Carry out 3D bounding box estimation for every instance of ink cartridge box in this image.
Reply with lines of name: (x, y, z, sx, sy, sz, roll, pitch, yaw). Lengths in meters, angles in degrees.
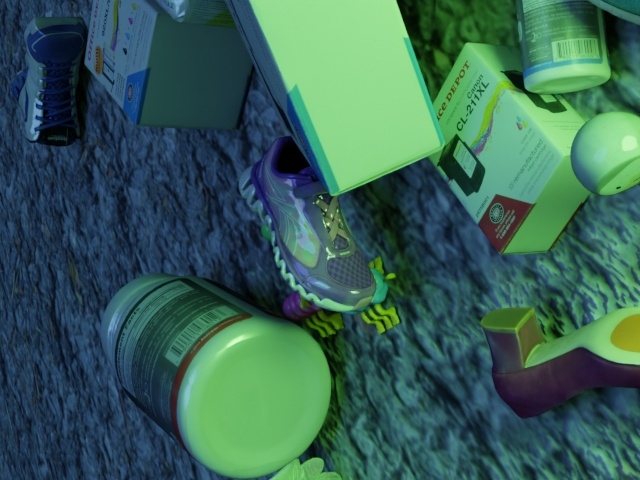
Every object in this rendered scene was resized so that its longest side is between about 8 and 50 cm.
ink cartridge box: (-0.007, -0.212, 1.056, 0.307, 0.129, 0.223, -120, 5, -64)
ink cartridge box: (0.182, -0.091, 0.988, 0.175, 0.072, 0.127, 58, 137, 36)
ink cartridge box: (-0.225, -0.290, 1.496, 0.232, 0.168, 0.171, 46, 129, 46)

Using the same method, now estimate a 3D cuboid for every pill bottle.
pill bottle: (0.218, -0.209, 0.923, 0.078, 0.078, 0.137, -12, 81, 56)
pill bottle: (-0.159, 0.164, 1.381, 0.363, 0.210, 0.210, 21, 109, 58)

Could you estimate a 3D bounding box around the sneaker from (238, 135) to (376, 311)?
sneaker: (-0.008, -0.028, 1.136, 0.236, 0.095, 0.104, 57, 136, 28)

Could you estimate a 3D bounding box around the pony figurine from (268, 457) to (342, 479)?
pony figurine: (-0.030, 0.440, 1.144, 0.364, 0.351, 0.302, 3, 98, 37)

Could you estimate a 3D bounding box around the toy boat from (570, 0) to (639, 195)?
toy boat: (0.275, -0.190, 0.776, 0.267, 0.148, 0.318, 21, 109, 52)

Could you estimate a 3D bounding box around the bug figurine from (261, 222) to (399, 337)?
bug figurine: (0.000, 0.000, 1.264, 0.216, 0.072, 0.279, -43, 57, 48)

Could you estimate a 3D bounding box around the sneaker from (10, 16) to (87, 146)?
sneaker: (-0.518, -0.290, 1.989, 0.315, 0.128, 0.182, -46, 58, 55)

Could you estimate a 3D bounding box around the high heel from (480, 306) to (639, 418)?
high heel: (0.254, 0.127, 0.912, 0.244, 0.082, 0.117, -2, 119, 44)

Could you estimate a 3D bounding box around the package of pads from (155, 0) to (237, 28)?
package of pads: (-0.137, -0.370, 1.309, 0.296, 0.229, 0.101, 48, 130, 43)
